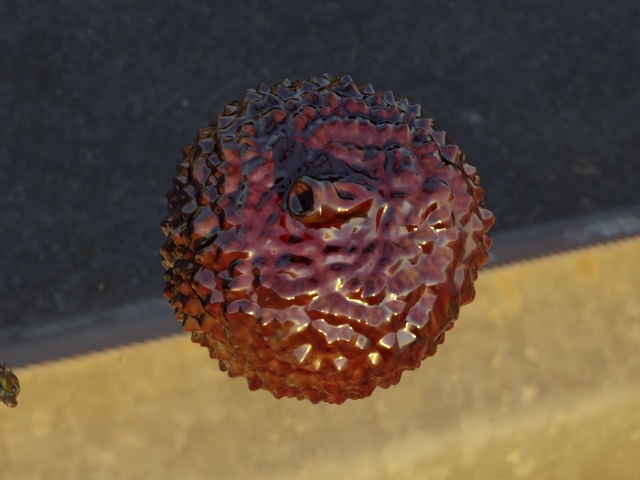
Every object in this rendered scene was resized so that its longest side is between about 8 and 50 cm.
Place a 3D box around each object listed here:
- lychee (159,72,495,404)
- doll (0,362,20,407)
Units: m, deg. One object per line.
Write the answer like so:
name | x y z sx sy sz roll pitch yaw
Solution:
lychee | 0.000 0.000 1.540 0.306 0.330 0.306 1 76 -5
doll | -0.330 0.089 1.463 0.165 0.057 0.139 31 9 -19
